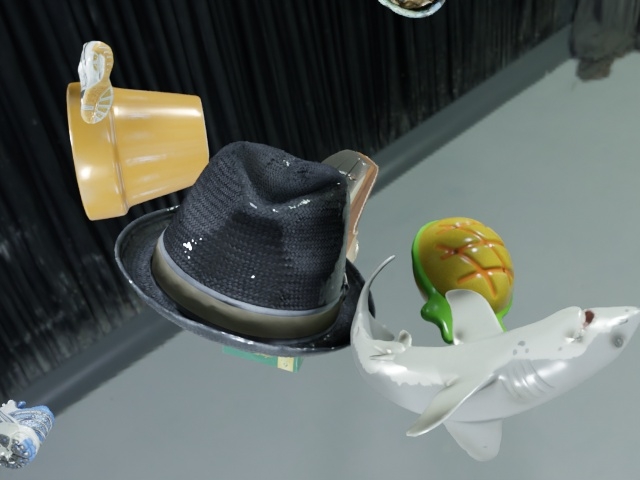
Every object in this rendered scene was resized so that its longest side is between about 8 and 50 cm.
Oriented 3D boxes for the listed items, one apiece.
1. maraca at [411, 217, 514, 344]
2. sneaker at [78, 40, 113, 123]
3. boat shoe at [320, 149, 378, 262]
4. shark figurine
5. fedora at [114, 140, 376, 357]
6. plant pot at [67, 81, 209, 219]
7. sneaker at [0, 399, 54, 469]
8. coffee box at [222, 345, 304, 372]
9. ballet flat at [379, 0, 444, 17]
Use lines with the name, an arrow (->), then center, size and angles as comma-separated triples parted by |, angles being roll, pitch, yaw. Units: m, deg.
maraca -> 0.157, 0.047, 0.944 | 0.127, 0.099, 0.186 | 18, 43, -11
sneaker -> -0.232, -0.163, 0.884 | 0.032, 0.083, 0.037 | 0, 19, -41
boat shoe -> 0.000, 0.000, 1.443 | 0.120, 0.324, 0.122 | 19, 22, -40
shark figurine -> 0.090, 0.109, 0.652 | 0.166, 0.116, 0.278 | -41, 24, -27
fedora -> -0.062, -0.015, 0.952 | 0.334, 0.152, 0.334 | 16, 21, -6
plant pot -> -0.267, -0.144, 1.300 | 0.188, 0.205, 0.205 | -8, 42, -8
sneaker -> -0.285, 0.173, 0.769 | 0.135, 0.052, 0.058 | -10, 26, 35
coffee box -> -0.054, 0.104, 1.227 | 0.113, 0.040, 0.184 | 15, 36, 13
ballet flat -> 0.028, -0.190, 0.464 | 0.070, 0.188, 0.070 | -14, 60, 25
